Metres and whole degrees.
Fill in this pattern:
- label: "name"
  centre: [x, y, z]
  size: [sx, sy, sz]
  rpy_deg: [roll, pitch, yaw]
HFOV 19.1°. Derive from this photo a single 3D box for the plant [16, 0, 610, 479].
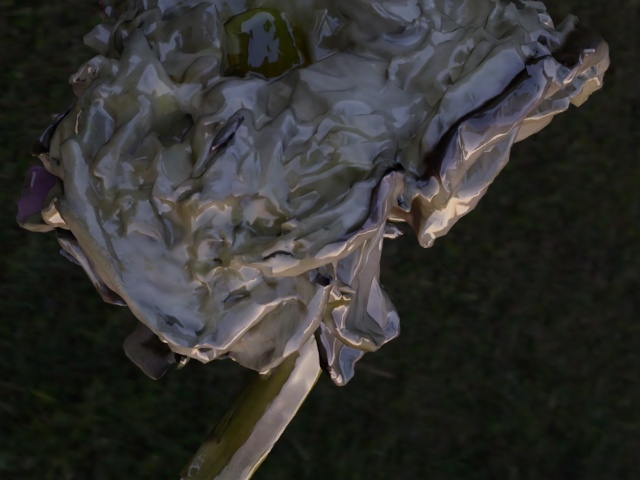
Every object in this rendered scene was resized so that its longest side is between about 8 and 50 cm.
- label: "plant"
  centre: [0.000, 0.000, 0.386]
  size: [0.116, 0.104, 0.122]
  rpy_deg: [-11, 123, -16]
